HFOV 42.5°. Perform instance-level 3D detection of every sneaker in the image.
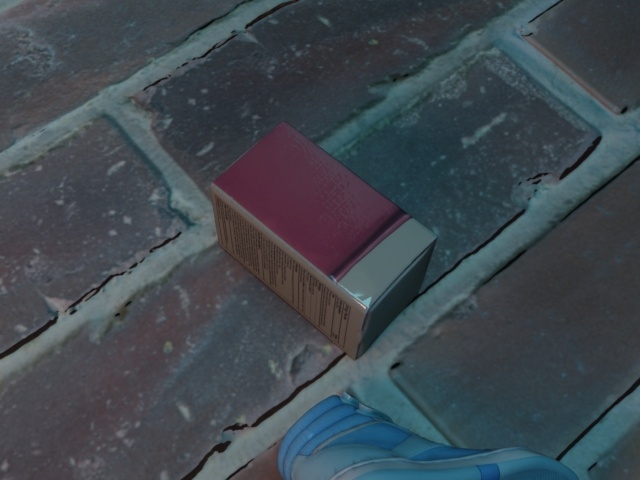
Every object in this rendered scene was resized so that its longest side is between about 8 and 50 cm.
[{"bbox_3d":[0.102,0.232,0.850,0.318,0.208,0.127,12,99,-31],"label":"sneaker"}]

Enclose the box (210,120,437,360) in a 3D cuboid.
[{"bbox_3d":[0.000,0.000,0.952,0.232,0.149,0.127,39,66,17],"label":"box"}]
